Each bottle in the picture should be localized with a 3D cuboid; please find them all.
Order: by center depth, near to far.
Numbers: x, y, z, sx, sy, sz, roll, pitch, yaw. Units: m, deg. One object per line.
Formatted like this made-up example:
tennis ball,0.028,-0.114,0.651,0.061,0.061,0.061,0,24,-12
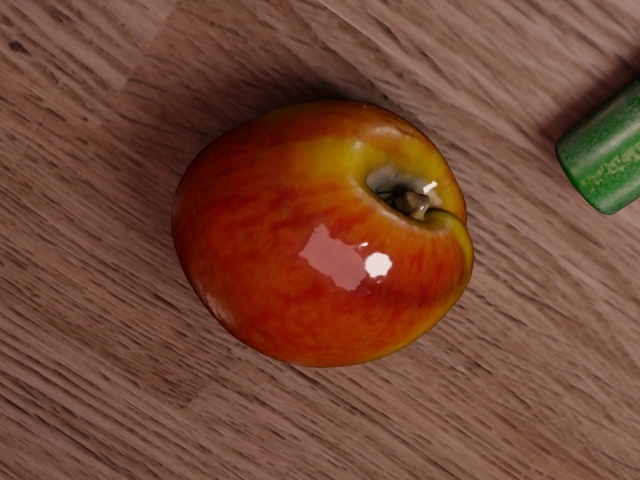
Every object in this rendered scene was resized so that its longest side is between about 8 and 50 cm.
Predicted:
bottle,0.355,-0.146,0.923,0.330,0.093,0.093,-38,103,26

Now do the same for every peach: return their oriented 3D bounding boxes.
peach,0.000,0.000,0.999,0.281,0.238,0.281,6,149,3
